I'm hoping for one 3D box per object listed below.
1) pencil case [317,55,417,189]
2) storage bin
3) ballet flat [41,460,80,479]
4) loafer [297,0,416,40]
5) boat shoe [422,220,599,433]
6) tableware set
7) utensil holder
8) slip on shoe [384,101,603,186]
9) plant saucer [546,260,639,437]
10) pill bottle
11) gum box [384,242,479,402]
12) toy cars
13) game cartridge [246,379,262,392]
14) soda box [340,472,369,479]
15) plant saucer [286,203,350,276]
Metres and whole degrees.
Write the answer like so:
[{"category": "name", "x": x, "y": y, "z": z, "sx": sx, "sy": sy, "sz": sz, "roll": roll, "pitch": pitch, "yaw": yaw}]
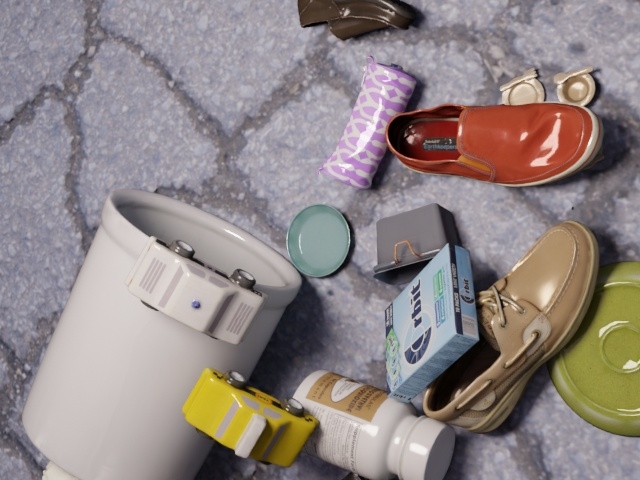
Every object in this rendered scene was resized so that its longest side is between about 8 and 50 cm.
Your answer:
[{"category": "pencil case", "x": 0.075, "y": -0.181, "z": 1.502, "sx": 0.088, "sy": 0.086, "sz": 0.206, "roll": 22, "pitch": 97, "yaw": -5}, {"category": "storage bin", "x": 0.141, "y": 0.002, "z": 1.453, "sx": 0.135, "sy": 0.098, "sz": 0.091, "roll": -18, "pitch": 67, "yaw": 28}, {"category": "ballet flat", "x": -0.386, "y": 0.370, "z": 1.567, "sx": 0.139, "sy": 0.400, "sz": 0.139, "roll": -2, "pitch": 106, "yaw": -6}, {"category": "loafer", "x": 0.055, "y": -0.355, "z": 1.542, "sx": 0.220, "sy": 0.080, "sz": 0.078, "roll": 19, "pitch": 105, "yaw": 35}, {"category": "boat shoe", "x": 0.262, "y": 0.120, "z": 1.337, "sx": 0.341, "sy": 0.110, "sz": 0.121, "roll": -62, "pitch": 35, "yaw": 13}, {"category": "tableware set", "x": 0.331, "y": -0.171, "z": 1.393, "sx": 0.141, "sy": 0.020, "sz": 0.168, "roll": -8, "pitch": 82, "yaw": 29}, {"category": "utensil holder", "x": -0.257, "y": 0.161, "z": 1.537, "sx": 0.328, "sy": 0.328, "sz": 0.385, "roll": 33, "pitch": 104, "yaw": 28}, {"category": "slip on shoe", "x": 0.237, "y": -0.144, "z": 1.381, "sx": 0.331, "sy": 0.101, "sz": 0.122, "roll": 5, "pitch": 85, "yaw": 36}, {"category": "plant saucer", "x": 0.416, "y": 0.147, "z": 1.309, "sx": 0.241, "sy": 0.037, "sz": 0.240, "roll": -2, "pitch": 86, "yaw": 30}, {"category": "pill bottle", "x": 0.076, "y": 0.286, "z": 1.441, "sx": 0.229, "sy": 0.131, "sz": 0.131, "roll": 16, "pitch": 94, "yaw": 30}, {"category": "gum box", "x": 0.154, "y": 0.120, "z": 1.379, "sx": 0.184, "sy": 0.041, "sz": 0.156, "roll": -51, "pitch": 28, "yaw": 43}, {"category": "toy cars", "x": -0.133, "y": 0.169, "z": 1.336, "sx": 0.177, "sy": 0.087, "sz": 0.393, "roll": -20, "pitch": 108, "yaw": 1}, {"category": "game cartridge", "x": -0.133, "y": 0.259, "z": 1.632, "sx": 0.083, "sy": 0.017, "sz": 0.056, "roll": 32, "pitch": 98, "yaw": 28}, {"category": "soda box", "x": 0.091, "y": 0.427, "z": 1.462, "sx": 0.053, "sy": 0.060, "sz": 0.169, "roll": -44, "pitch": 67, "yaw": 15}, {"category": "plant saucer", "x": 0.000, "y": 0.000, "z": 1.570, "sx": 0.119, "sy": 0.021, "sz": 0.119, "roll": -2, "pitch": 85, "yaw": 31}]
